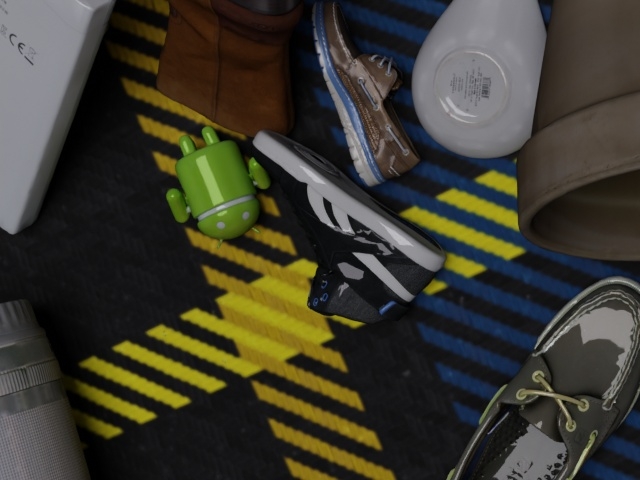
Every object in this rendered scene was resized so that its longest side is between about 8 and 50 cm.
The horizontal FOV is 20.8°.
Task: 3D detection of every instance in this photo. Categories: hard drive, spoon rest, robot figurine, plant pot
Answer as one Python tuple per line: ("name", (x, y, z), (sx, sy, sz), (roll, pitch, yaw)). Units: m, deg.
("hard drive", (-0.325, -0.189, 1.669), (0.233, 0.047, 0.353), (44, 141, 11))
("spoon rest", (0.160, -0.210, 1.611), (0.137, 0.084, 0.276), (13, 110, 17))
("robot figurine", (-0.100, -0.052, 1.698), (0.101, 0.067, 0.115), (-21, 86, -2))
("plant pot", (0.317, -0.156, 1.458), (0.323, 0.323, 0.280), (-8, 75, 18))

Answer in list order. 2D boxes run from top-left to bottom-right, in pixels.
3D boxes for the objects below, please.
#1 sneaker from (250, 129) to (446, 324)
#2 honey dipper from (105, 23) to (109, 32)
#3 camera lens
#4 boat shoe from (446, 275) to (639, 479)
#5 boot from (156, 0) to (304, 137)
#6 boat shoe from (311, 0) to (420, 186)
("sneaker", (0.000, 0.000, 1.653), (0.217, 0.079, 0.121), (36, 104, 3))
("honey dipper", (-0.274, -0.266, 1.764), (0.030, 0.030, 0.161), (-44, 76, 15))
("camera lens", (-0.346, 0.215, 1.712), (0.219, 0.219, 0.274), (-17, 88, 18))
("boat shoe", (0.208, 0.169, 1.599), (0.109, 0.091, 0.305), (35, 103, 13))
("boot", (-0.134, -0.225, 1.605), (0.264, 0.280, 0.096), (20, 65, 5))
("boat shoe", (0.045, -0.147, 1.653), (0.066, 0.066, 0.183), (-18, 97, 13))
